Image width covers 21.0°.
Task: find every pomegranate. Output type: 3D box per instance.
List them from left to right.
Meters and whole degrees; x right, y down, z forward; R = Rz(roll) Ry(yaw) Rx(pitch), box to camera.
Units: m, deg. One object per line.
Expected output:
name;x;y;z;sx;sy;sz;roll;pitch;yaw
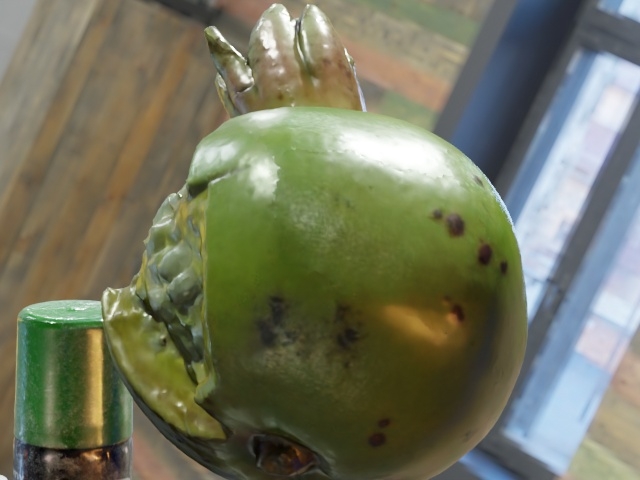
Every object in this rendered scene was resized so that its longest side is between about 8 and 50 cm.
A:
pomegranate;0.000;0.000;0.974;0.236;0.236;0.302;22;48;-30

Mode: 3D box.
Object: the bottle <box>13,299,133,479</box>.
bottle;-0.191;0.214;1.332;0.093;0.330;0.093;1;9;0

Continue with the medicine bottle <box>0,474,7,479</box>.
medicine bottle;-0.264;0.354;1.823;0.371;0.211;0.211;10;8;-7
